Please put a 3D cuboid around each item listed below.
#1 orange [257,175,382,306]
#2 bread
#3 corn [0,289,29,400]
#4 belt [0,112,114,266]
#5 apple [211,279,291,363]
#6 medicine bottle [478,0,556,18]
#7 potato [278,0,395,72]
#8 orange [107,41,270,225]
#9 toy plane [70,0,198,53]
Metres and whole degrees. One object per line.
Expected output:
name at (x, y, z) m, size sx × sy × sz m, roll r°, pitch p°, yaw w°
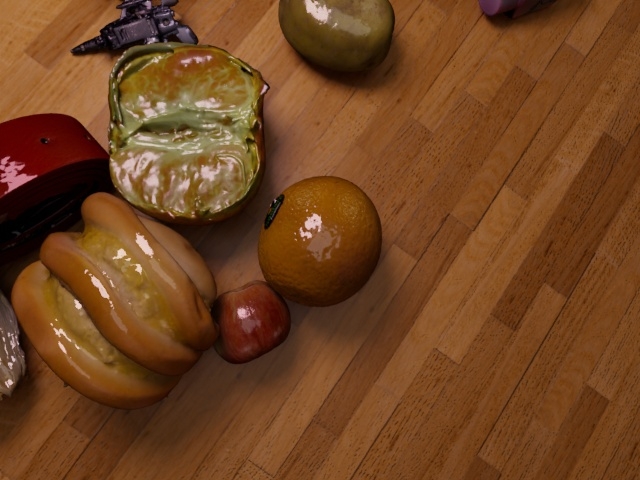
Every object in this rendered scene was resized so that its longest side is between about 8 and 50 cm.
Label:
orange at (0.000, 0.000, 0.758) m, size 0.237 × 0.236 × 0.236 m, roll 1°, pitch 83°, yaw -7°
bread at (-0.310, 0.091, 0.663) m, size 0.315 × 0.211 × 0.270 m, roll 47°, pitch 108°, yaw 8°
corn at (-0.594, 0.144, 0.718) m, size 0.122 × 0.123 × 0.305 m, roll -32°, pitch 87°, yaw 33°
belt at (-0.497, -0.072, 0.696) m, size 0.115 × 0.227 × 0.324 m, roll 46°, pitch 62°, yaw 2°
apple at (-0.125, 0.142, 0.770) m, size 0.146 × 0.146 × 0.130 m, roll -20°, pitch 85°, yaw -9°
medicine bottle at (0.440, -0.551, 0.927) m, size 0.188 × 0.119 × 0.094 m, roll -23°, pitch 85°, yaw -9°
potato at (0.029, -0.436, 0.850) m, size 0.229 × 0.148 × 0.197 m, roll 9°, pitch 95°, yaw -4°
orange at (-0.234, -0.187, 0.768) m, size 0.263 × 0.196 × 0.334 m, roll -6°, pitch 88°, yaw -22°
toy plane at (-0.370, -0.400, 0.829) m, size 0.247 × 0.078 × 0.169 m, roll -18°, pitch 121°, yaw -1°
